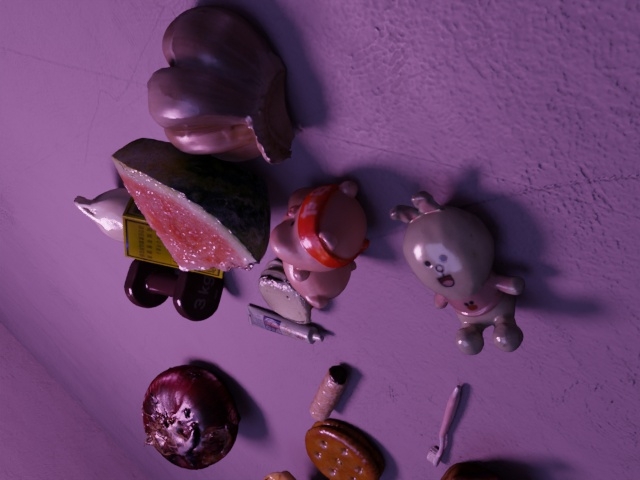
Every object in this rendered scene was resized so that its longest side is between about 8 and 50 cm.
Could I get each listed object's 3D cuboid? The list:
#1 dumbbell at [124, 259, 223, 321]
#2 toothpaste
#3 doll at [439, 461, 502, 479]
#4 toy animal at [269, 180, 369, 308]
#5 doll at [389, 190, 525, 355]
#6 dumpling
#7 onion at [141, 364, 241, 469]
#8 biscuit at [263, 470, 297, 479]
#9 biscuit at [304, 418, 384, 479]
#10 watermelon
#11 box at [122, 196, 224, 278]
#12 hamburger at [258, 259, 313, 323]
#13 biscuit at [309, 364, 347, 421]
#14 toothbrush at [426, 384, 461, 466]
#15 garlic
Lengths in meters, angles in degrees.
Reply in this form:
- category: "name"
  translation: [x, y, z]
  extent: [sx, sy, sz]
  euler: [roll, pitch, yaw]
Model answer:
- category: "dumbbell"
  translation: [-0.348, 0.107, 1.427]
  extent: [0.226, 0.140, 0.124]
  euler: [6, 166, 37]
- category: "toothpaste"
  translation: [-0.084, 0.193, 1.357]
  extent: [0.234, 0.038, 0.060]
  euler: [11, 127, 38]
- category: "doll"
  translation: [0.357, 0.594, 1.194]
  extent: [0.340, 0.209, 0.318]
  euler: [37, 144, 5]
- category: "toy animal"
  translation: [0.000, 0.000, 1.014]
  extent: [0.171, 0.171, 0.197]
  euler: [31, 142, 16]
- category: "doll"
  translation: [0.209, 0.043, 0.914]
  extent: [0.155, 0.113, 0.275]
  euler: [-26, 99, 41]
- category: "dumpling"
  translation: [-0.444, -0.058, 1.389]
  extent: [0.229, 0.124, 0.151]
  euler: [24, -179, -6]
- category: "onion"
  translation: [-0.367, 0.501, 1.748]
  extent: [0.314, 0.232, 0.313]
  euler: [8, 109, 26]
- category: "biscuit"
  translation: [0.008, 0.847, 1.698]
  extent: [0.446, 0.104, 0.429]
  euler: [34, 147, 38]
- category: "biscuit"
  translation: [0.059, 0.541, 1.522]
  extent: [0.221, 0.066, 0.220]
  euler: [21, 133, 24]
- category: "watermelon"
  translation: [-0.228, -0.058, 1.095]
  extent: [0.310, 0.193, 0.231]
  euler: [17, 163, 3]
- category: "box"
  translation: [-0.301, -0.003, 1.277]
  extent: [0.220, 0.064, 0.141]
  euler: [14, 138, -3]
- category: "hamburger"
  translation: [-0.070, 0.107, 1.245]
  extent: [0.140, 0.062, 0.133]
  euler: [23, 138, 21]
- category: "biscuit"
  translation: [0.018, 0.354, 1.395]
  extent: [0.219, 0.055, 0.061]
  euler: [108, 146, -47]
- category: "toothbrush"
  translation: [0.254, 0.384, 1.241]
  extent: [0.030, 0.025, 0.307]
  euler: [32, 141, 28]
- category: "garlic"
  translation: [-0.169, -0.241, 0.983]
  extent: [0.292, 0.210, 0.237]
  euler: [20, 170, 22]
